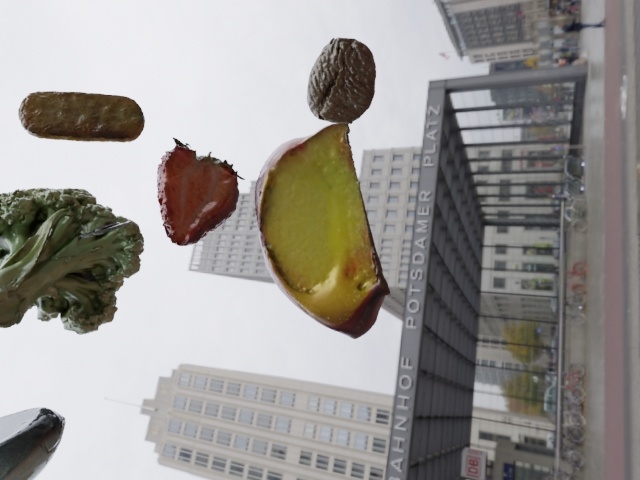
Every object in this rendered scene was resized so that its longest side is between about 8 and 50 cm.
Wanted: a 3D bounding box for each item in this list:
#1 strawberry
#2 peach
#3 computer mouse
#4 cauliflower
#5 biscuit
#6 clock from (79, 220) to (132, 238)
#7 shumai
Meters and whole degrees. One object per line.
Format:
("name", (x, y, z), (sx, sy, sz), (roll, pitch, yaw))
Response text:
("strawberry", (-0.237, -0.071, 0.956), (0.174, 0.098, 0.228), (11, -123, -32))
("peach", (0.000, -0.003, 0.669), (0.154, 0.158, 0.268), (-34, -72, -83))
("computer mouse", (-0.361, 0.239, 0.500), (0.113, 0.228, 0.069), (-70, -40, -78))
("cauliflower", (-0.467, 0.057, 0.851), (0.260, 0.326, 0.281), (54, -152, -42))
("biscuit", (-0.508, -0.266, 1.061), (0.246, 0.029, 0.119), (-3, -111, -25))
("clock", (-0.328, -0.019, 0.758), (0.083, 0.074, 0.010), (-52, -53, -72))
("shumai", (0.050, -0.405, 1.245), (0.176, 0.166, 0.206), (-99, 31, -65))
